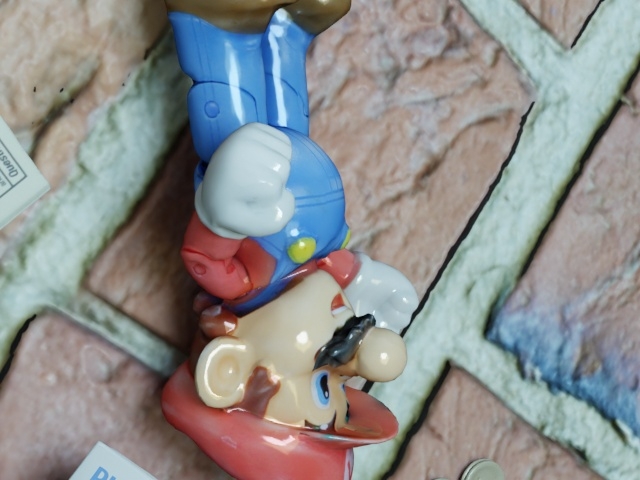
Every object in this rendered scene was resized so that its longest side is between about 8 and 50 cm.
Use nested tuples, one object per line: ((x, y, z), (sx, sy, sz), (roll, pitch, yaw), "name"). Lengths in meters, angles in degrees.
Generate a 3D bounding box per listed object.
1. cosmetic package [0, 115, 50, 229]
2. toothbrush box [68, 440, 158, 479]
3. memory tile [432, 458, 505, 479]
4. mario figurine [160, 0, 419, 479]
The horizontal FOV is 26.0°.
((-0.301, 0.003, 0.658), (0.296, 0.129, 0.153), (-41, 116, -20), "cosmetic package")
((-0.114, 0.290, 0.751), (0.283, 0.206, 0.122), (-54, 157, -13), "toothbrush box")
((0.096, 0.237, 0.994), (0.113, 0.012, 0.148), (-21, 108, -26), "memory tile")
((0.000, 0.000, 0.814), (0.198, 0.170, 0.321), (-9, 100, -31), "mario figurine")
